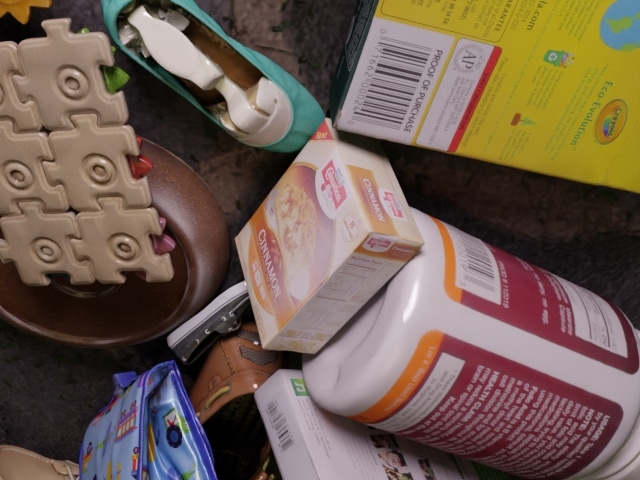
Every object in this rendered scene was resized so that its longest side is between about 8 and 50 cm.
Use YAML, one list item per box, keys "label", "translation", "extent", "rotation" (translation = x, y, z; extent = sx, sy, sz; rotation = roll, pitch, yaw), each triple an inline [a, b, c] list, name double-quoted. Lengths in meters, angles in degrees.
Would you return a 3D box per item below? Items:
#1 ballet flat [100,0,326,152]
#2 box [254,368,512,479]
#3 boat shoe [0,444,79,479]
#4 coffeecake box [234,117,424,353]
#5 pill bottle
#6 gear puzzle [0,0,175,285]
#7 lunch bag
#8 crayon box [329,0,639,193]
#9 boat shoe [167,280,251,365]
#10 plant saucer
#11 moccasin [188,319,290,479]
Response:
- label: "ballet flat"
  translation: [-0.091, -0.139, 0.664]
  extent: [0.247, 0.087, 0.083]
  rotation: [36, 116, -29]
- label: "box"
  translation: [0.095, 0.260, 0.846]
  extent: [0.322, 0.232, 0.058]
  rotation: [11, 134, -41]
- label: "boat shoe"
  translation: [-0.347, 0.353, 1.044]
  extent: [0.098, 0.109, 0.302]
  rotation: [-29, 131, 12]
- label: "coffeecake box"
  translation: [0.000, 0.000, 0.732]
  extent: [0.068, 0.142, 0.185]
  rotation: [11, 135, -35]
- label: "pill bottle"
  translation: [0.198, 0.132, 0.819]
  extent: [0.392, 0.224, 0.224]
  rotation: [24, 124, -21]
- label: "gear puzzle"
  translation: [-0.240, -0.110, 0.660]
  extent: [0.175, 0.044, 0.339]
  rotation: [-3, 120, 11]
- label: "lunch bag"
  translation: [-0.220, 0.298, 0.894]
  extent: [0.138, 0.293, 0.221]
  rotation: [2, 149, -36]
- label: "crayon box"
  translation: [0.187, -0.165, 0.665]
  extent: [0.319, 0.081, 0.202]
  rotation: [12, 128, -12]
- label: "boat shoe"
  translation: [-0.114, 0.092, 0.865]
  extent: [0.142, 0.040, 0.049]
  rotation: [-37, 166, 15]
- label: "plant saucer"
  translation: [-0.253, 0.018, 0.810]
  extent: [0.311, 0.050, 0.310]
  rotation: [-2, 130, -3]
- label: "moccasin"
  translation: [-0.121, 0.277, 0.965]
  extent: [0.139, 0.147, 0.380]
  rotation: [17, 126, -16]
